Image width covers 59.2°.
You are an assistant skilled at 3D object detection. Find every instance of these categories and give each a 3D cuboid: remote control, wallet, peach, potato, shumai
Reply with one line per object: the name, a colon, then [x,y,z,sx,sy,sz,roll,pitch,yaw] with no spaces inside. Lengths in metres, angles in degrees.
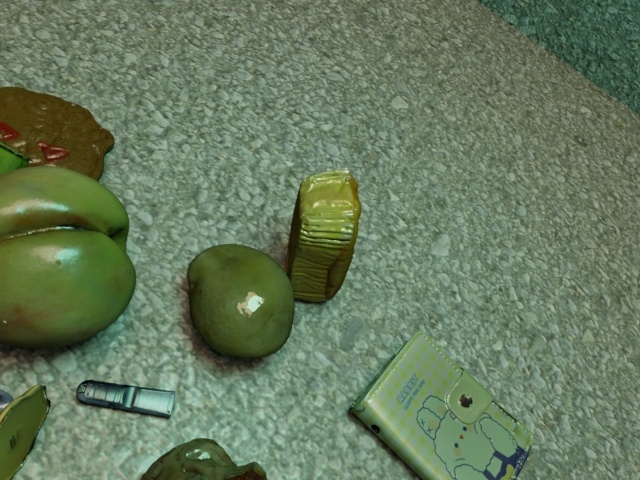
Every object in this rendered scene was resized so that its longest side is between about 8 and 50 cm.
remote control: [-0.314,0.254,0.910,0.153,0.027,0.043,14,50,-15]
wallet: [0.230,0.342,1.037,0.309,0.077,0.223,42,56,6]
peach: [-0.440,0.029,0.881,0.293,0.247,0.291,1,80,-4]
potato: [-0.143,0.102,0.997,0.178,0.160,0.235,-9,46,-47]
shumai: [-0.182,0.379,0.779,0.218,0.185,0.184,-33,74,-35]

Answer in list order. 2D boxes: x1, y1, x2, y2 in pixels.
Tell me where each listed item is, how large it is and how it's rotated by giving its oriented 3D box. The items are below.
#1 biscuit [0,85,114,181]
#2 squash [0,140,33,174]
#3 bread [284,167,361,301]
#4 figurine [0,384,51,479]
biscuit: [-0.552,-0.189,1.097,0.273,0.049,0.257,23,53,-8]
squash: [-0.628,-0.075,0.916,0.189,0.189,0.260,30,83,-1]
bread: [0.000,0.000,1.046,0.120,0.288,0.152,3,56,-8]
figurine: [-0.532,0.233,0.751,0.257,0.181,0.208,20,82,0]
